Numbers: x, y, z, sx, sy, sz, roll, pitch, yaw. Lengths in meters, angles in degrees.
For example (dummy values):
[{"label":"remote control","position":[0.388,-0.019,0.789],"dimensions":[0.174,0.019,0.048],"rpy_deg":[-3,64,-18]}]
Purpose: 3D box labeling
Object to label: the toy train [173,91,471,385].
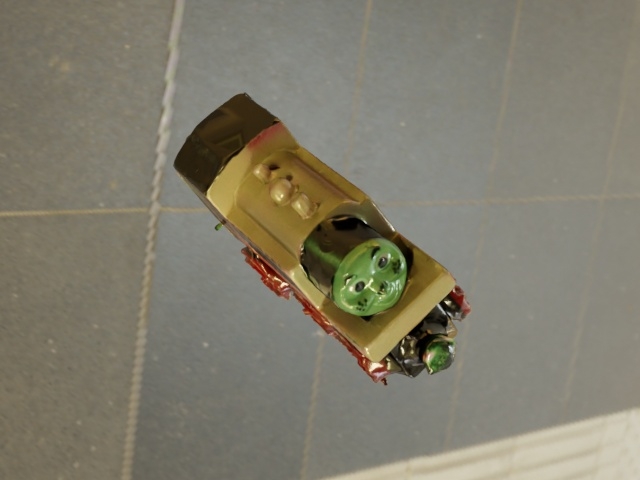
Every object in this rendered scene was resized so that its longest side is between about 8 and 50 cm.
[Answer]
[{"label":"toy train","position":[0.000,0.000,0.463],"dimensions":[0.050,0.138,0.087],"rpy_deg":[-44,131,-6]}]
